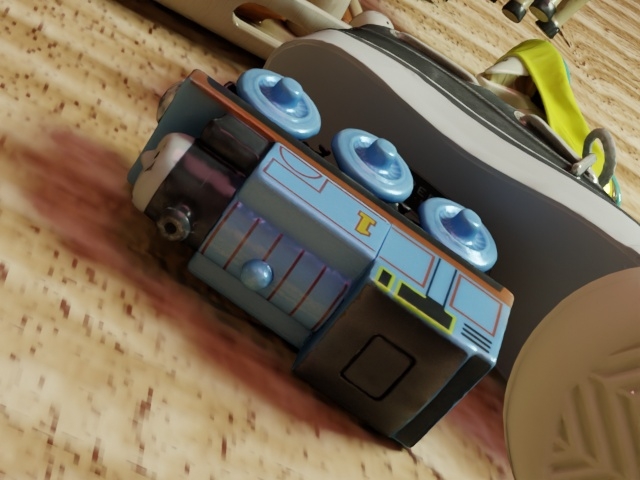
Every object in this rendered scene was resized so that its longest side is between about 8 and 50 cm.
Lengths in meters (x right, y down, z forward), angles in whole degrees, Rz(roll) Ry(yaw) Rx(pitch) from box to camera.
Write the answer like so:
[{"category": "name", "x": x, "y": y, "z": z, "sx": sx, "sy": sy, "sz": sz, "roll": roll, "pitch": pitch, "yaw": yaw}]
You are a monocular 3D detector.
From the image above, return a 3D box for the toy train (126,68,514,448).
[{"category": "toy train", "x": 0.000, "y": 0.000, "z": 0.490, "sx": 0.184, "sy": 0.080, "sz": 0.105, "roll": 36, "pitch": 32, "yaw": -4}]

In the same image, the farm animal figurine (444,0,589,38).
[{"category": "farm animal figurine", "x": 0.126, "y": -0.315, "z": 0.950, "sx": 0.330, "sy": 0.172, "sz": 0.327, "roll": 43, "pitch": 3, "yaw": 4}]

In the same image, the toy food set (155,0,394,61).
[{"category": "toy food set", "x": -0.033, "y": -0.212, "z": 0.771, "sx": 0.220, "sy": 0.092, "sz": 0.306, "roll": 25, "pitch": 28, "yaw": -26}]

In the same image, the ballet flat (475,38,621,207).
[{"category": "ballet flat", "x": 0.146, "y": -0.087, "z": 0.825, "sx": 0.077, "sy": 0.077, "sz": 0.231, "roll": 13, "pitch": 35, "yaw": -17}]

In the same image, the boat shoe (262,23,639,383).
[{"category": "boat shoe", "x": 0.105, "y": -0.007, "z": 0.593, "sx": 0.306, "sy": 0.113, "sz": 0.105, "roll": 38, "pitch": 39, "yaw": 21}]

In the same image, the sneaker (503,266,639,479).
[{"category": "sneaker", "x": 0.201, "y": 0.113, "z": 0.395, "sx": 0.350, "sy": 0.131, "sz": 0.148, "roll": 37, "pitch": 19, "yaw": -12}]
